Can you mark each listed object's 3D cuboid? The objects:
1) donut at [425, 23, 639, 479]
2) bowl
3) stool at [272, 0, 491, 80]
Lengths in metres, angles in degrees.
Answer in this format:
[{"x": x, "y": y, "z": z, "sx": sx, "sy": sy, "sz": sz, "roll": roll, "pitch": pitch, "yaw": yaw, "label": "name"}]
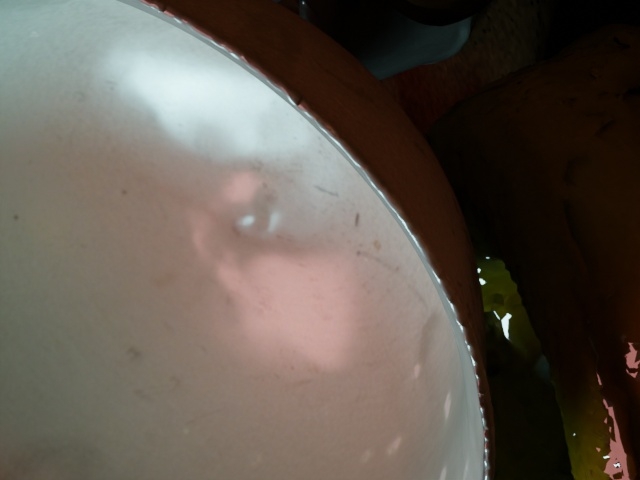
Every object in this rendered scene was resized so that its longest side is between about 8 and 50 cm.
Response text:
[{"x": 0.106, "y": 0.055, "z": 0.738, "sx": 0.272, "sy": 0.107, "sz": 0.272, "roll": 165, "pitch": 90, "yaw": -69, "label": "donut"}, {"x": -0.048, "y": -0.001, "z": 0.732, "sx": 0.313, "sy": 0.146, "sz": 0.313, "roll": 18, "pitch": 130, "yaw": 22, "label": "bowl"}, {"x": -0.008, "y": -0.141, "z": 0.809, "sx": 0.153, "sy": 0.139, "sz": 0.228, "roll": 69, "pitch": 161, "yaw": 3, "label": "stool"}]
